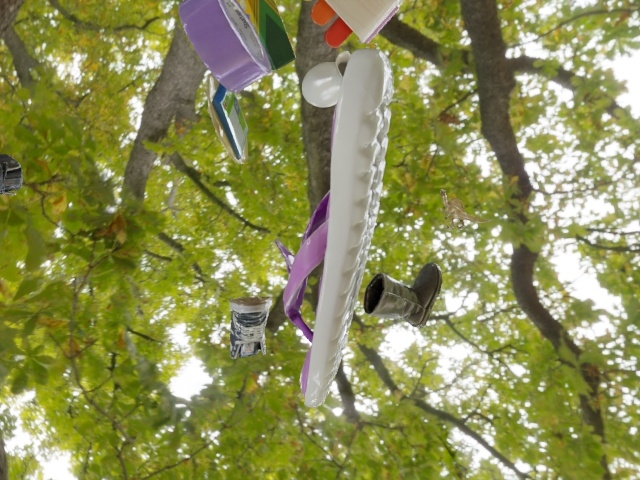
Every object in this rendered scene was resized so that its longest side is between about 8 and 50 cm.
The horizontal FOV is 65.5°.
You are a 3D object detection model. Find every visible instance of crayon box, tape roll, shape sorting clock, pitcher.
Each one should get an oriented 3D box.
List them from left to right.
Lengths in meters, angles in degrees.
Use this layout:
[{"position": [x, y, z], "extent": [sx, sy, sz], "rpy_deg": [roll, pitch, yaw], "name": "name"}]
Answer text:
[{"position": [-0.208, -0.271, 1.110], "extent": [0.041, 0.206, 0.206], "rpy_deg": [-10, -94, 8], "name": "shape sorting clock"}, {"position": [-0.177, -0.384, 0.947], "extent": [0.189, 0.080, 0.189], "rpy_deg": [55, -162, -27], "name": "tape roll"}, {"position": [-0.207, -0.606, 1.290], "extent": [0.083, 0.203, 0.322], "rpy_deg": [-40, -54, -26], "name": "crayon box"}, {"position": [0.055, -0.460, 1.485], "extent": [0.178, 0.207, 0.125], "rpy_deg": [29, -109, -30], "name": "pitcher"}]

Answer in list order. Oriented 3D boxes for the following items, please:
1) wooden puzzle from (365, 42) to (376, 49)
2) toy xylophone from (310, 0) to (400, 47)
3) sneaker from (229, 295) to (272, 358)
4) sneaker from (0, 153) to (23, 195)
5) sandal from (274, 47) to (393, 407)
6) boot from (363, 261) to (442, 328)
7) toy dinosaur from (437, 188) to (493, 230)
[{"position": [0.159, -0.606, 1.670], "extent": [0.014, 0.078, 0.116], "rpy_deg": [-10, -51, -21], "name": "wooden puzzle"}, {"position": [0.047, -0.521, 0.907], "extent": [0.236, 0.081, 0.322], "rpy_deg": [-39, -57, 8], "name": "toy xylophone"}, {"position": [-0.173, 0.216, 1.218], "extent": [0.099, 0.282, 0.153], "rpy_deg": [-2, -97, -15], "name": "sneaker"}, {"position": [-0.611, -0.097, 0.900], "extent": [0.164, 0.226, 0.086], "rpy_deg": [-3, -54, -53], "name": "sneaker"}, {"position": [0.004, -0.004, 0.575], "extent": [0.169, 0.102, 0.415], "rpy_deg": [-49, -30, -67], "name": "sandal"}, {"position": [0.201, 0.114, 1.208], "extent": [0.209, 0.076, 0.189], "rpy_deg": [26, -107, -35], "name": "boot"}, {"position": [0.378, -0.071, 1.371], "extent": [0.053, 0.183, 0.092], "rpy_deg": [-20, -44, -31], "name": "toy dinosaur"}]
